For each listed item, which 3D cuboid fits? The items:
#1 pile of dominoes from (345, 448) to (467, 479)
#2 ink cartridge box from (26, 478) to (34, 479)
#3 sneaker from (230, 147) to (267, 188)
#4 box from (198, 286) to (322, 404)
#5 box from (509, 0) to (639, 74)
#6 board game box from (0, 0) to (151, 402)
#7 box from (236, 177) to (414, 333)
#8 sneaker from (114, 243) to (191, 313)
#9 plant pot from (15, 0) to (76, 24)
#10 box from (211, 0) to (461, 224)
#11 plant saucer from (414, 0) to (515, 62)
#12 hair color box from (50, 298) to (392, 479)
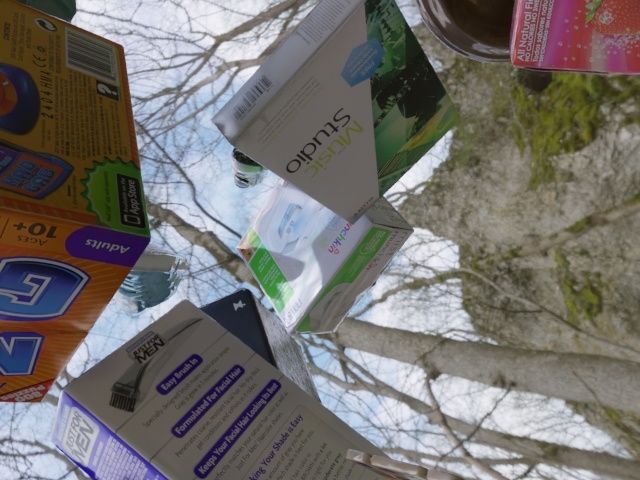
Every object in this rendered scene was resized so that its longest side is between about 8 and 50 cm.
[{"bbox_3d":[0.163,0.243,0.449,0.251,0.196,0.040,35,-117,-28],"label":"pile of dominoes"},{"bbox_3d":[-0.516,0.600,0.943,0.270,0.395,0.151,27,-89,1],"label":"ink cartridge box"},{"bbox_3d":[-0.154,-0.149,1.191,0.085,0.237,0.086,23,-86,-4],"label":"sneaker"},{"bbox_3d":[-0.162,0.454,1.408,0.297,0.480,0.472,-24,-32,0],"label":"box"},{"bbox_3d":[0.211,-0.253,0.387,0.128,0.122,0.257,-52,-32,-62],"label":"box"},{"bbox_3d":[-0.453,-0.059,0.646,0.356,0.356,0.356,14,-138,-38],"label":"board game box"},{"bbox_3d":[0.000,0.000,1.016,0.127,0.231,0.262,8,-53,-45],"label":"box"},{"bbox_3d":[-0.361,0.081,1.123,0.366,0.135,0.150,50,-120,-80],"label":"sneaker"},{"bbox_3d":[-0.653,-0.442,0.990,0.334,0.341,0.341,-11,-74,9],"label":"plant pot"},{"bbox_3d":[0.043,-0.157,0.723,0.232,0.058,0.322,-45,-29,11],"label":"box"},{"bbox_3d":[0.252,-0.374,0.725,0.278,0.041,0.278,-1,-68,-4],"label":"plant saucer"},{"bbox_3d":[-0.087,0.233,0.594,0.185,0.339,0.110,-40,-15,-54],"label":"hair color box"}]
